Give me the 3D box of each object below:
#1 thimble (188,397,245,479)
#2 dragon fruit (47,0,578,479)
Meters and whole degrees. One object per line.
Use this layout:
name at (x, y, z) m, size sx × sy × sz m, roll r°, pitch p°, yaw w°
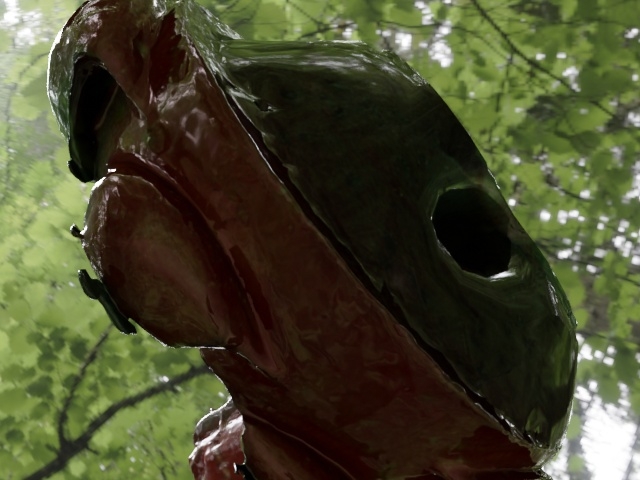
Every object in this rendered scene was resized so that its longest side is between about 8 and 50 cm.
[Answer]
thimble at (-0.022, 0.228, 0.995) m, size 0.125 × 0.163 × 0.189 m, roll -32°, pitch -54°, yaw 10°
dragon fruit at (0.010, 0.013, 0.445) m, size 0.130 × 0.268 × 0.295 m, roll -37°, pitch -49°, yaw 1°
